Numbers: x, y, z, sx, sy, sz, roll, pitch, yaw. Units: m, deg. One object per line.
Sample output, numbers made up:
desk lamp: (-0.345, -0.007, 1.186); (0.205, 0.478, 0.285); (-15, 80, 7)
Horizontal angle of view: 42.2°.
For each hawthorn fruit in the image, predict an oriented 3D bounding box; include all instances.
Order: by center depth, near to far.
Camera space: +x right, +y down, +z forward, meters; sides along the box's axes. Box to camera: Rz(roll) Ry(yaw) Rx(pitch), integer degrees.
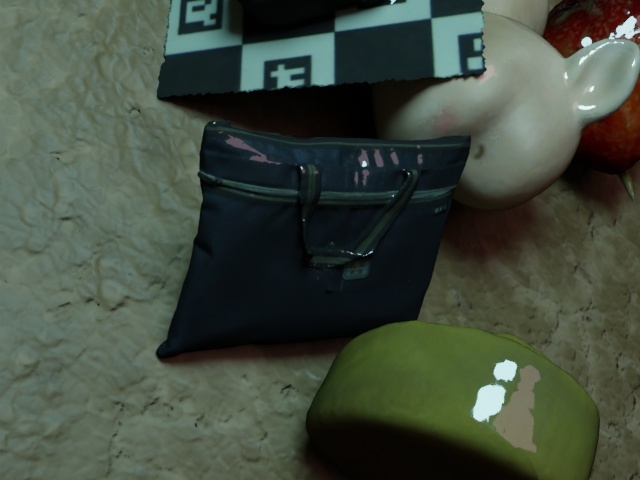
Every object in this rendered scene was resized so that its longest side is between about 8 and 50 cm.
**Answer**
hawthorn fruit: (0.331, -0.170, 0.953); (0.189, 0.189, 0.252); (-22, 104, -34)

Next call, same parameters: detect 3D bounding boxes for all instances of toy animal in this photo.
toy animal: (0.151, -0.178, 0.834); (0.269, 0.237, 0.326); (27, 58, 1)

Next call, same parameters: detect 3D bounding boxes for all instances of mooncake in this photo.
mooncake: (0.105, 0.152, 0.674); (0.234, 0.234, 0.117); (36, 61, -15)

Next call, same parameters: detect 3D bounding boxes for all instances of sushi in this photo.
sushi: (-0.008, -0.321, 0.740); (0.296, 0.100, 0.373); (-2, 68, 14)

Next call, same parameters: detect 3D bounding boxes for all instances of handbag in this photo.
handbag: (0.000, 0.000, 0.690); (0.254, 0.211, 0.089); (-3, 34, -30)
